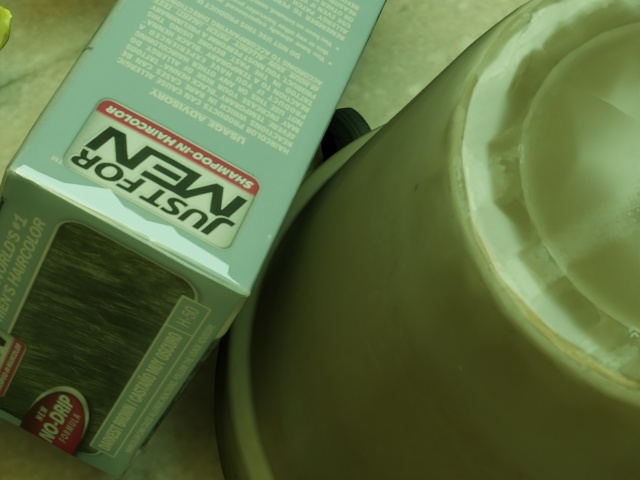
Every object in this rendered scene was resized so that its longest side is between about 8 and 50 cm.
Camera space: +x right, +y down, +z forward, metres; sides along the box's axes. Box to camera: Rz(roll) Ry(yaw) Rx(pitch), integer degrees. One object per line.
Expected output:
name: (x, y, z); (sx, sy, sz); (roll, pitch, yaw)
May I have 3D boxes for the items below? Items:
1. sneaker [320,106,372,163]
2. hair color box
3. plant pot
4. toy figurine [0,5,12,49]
sneaker: (0.000, 0.001, 0.810); (0.089, 0.051, 0.170); (-11, 63, -13)
hair color box: (-0.053, -0.085, 0.740); (0.113, 0.185, 0.374); (29, 50, -6)
plant pot: (0.119, 0.033, 0.634); (0.323, 0.280, 0.323); (2, 65, -5)
toy figurine: (-0.249, -0.239, 0.862); (0.362, 0.191, 0.217); (-31, 38, 10)
